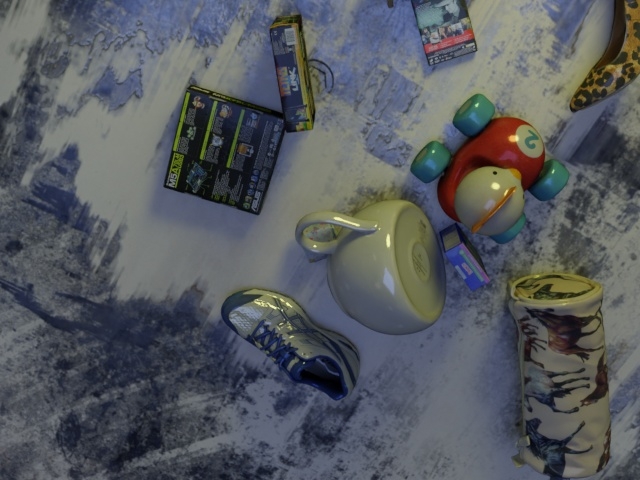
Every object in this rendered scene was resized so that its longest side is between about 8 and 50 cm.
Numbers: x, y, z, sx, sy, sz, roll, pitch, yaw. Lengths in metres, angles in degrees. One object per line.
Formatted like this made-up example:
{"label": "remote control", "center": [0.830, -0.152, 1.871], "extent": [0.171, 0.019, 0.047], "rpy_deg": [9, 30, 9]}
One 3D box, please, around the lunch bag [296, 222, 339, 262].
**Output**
{"label": "lunch bag", "center": [0.000, 0.000, 1.500], "extent": [0.071, 0.053, 0.083], "rpy_deg": [-17, 128, 8]}

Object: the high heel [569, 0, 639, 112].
{"label": "high heel", "center": [0.459, -0.349, 1.318], "extent": [0.261, 0.093, 0.186], "rpy_deg": [-44, 105, 6]}

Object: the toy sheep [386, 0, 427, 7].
{"label": "toy sheep", "center": [0.138, -0.426, 1.311], "extent": [0.132, 0.091, 0.091], "rpy_deg": [-9, 111, 11]}

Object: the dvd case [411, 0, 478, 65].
{"label": "dvd case", "center": [0.207, -0.362, 1.369], "extent": [0.087, 0.013, 0.119], "rpy_deg": [-17, 111, 9]}

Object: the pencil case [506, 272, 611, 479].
{"label": "pencil case", "center": [0.439, 0.250, 1.519], "extent": [0.184, 0.160, 0.410], "rpy_deg": [-13, 111, -8]}

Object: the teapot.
{"label": "teapot", "center": [0.092, 0.053, 1.432], "extent": [0.187, 0.252, 0.256], "rpy_deg": [-13, 94, 30]}

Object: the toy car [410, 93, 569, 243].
{"label": "toy car", "center": [0.291, -0.091, 1.350], "extent": [0.219, 0.238, 0.210], "rpy_deg": [39, 108, -12]}

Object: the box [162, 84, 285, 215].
{"label": "box", "center": [-0.169, -0.158, 1.453], "extent": [0.184, 0.045, 0.190], "rpy_deg": [17, 112, -1]}

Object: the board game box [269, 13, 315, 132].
{"label": "board game box", "center": [-0.044, -0.277, 1.346], "extent": [0.048, 0.141, 0.170], "rpy_deg": [-7, 110, 3]}

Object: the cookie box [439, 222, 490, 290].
{"label": "cookie box", "center": [0.258, 0.028, 1.468], "extent": [0.040, 0.107, 0.092], "rpy_deg": [-33, 106, 15]}

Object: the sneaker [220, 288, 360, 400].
{"label": "sneaker", "center": [-0.054, 0.194, 1.539], "extent": [0.296, 0.131, 0.112], "rpy_deg": [27, 112, -6]}
